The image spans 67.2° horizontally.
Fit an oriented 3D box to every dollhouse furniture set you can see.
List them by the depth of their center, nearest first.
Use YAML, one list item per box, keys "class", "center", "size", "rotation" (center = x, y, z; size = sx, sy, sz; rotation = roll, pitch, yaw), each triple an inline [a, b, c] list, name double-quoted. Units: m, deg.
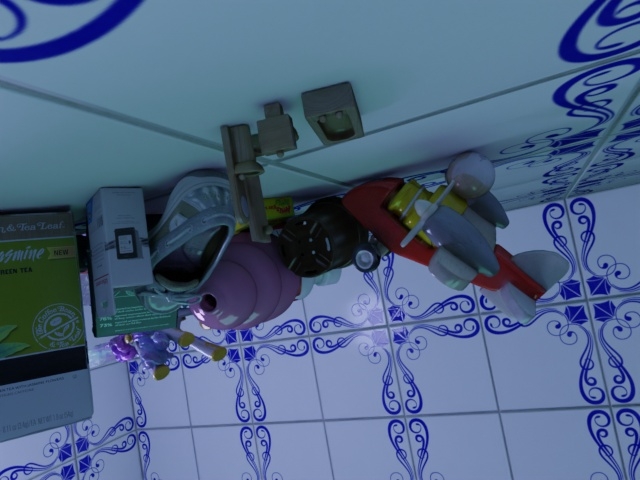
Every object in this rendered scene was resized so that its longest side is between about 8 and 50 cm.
- class: "dollhouse furniture set"
  center: [-0.021, -0.074, 0.537]
  size: [0.151, 0.123, 0.144]
  rotation: [-11, 175, 9]

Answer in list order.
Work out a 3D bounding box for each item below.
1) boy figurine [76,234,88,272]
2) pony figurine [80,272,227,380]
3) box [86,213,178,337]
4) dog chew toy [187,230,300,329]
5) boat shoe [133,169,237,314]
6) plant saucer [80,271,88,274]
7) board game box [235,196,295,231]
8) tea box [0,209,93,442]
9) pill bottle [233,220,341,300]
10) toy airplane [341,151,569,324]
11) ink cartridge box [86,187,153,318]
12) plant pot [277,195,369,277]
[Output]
- class: "boy figurine"
  center: [-0.362, 0.007, 1.003]
  size: [0.284, 0.092, 0.177]
  rotation: [-11, 175, 5]
- class: "pony figurine"
  center: [-0.487, 0.235, 1.330]
  size: [0.363, 0.303, 0.350]
  rotation: [26, -159, 36]
- class: "box"
  center: [-0.344, 0.063, 0.889]
  size: [0.153, 0.207, 0.108]
  rotation: [-3, -144, -25]
- class: "dog chew toy"
  center: [-0.163, 0.089, 0.993]
  size: [0.206, 0.207, 0.332]
  rotation: [-11, -177, 12]
- class: "boat shoe"
  center: [-0.216, 0.030, 0.755]
  size: [0.118, 0.103, 0.320]
  rotation: [12, 135, -35]
- class: "plant saucer"
  center: [-0.621, 0.064, 1.389]
  size: [0.258, 0.048, 0.259]
  rotation: [-8, 174, -20]
- class: "board game box"
  center: [-0.138, -0.052, 1.054]
  size: [0.092, 0.043, 0.181]
  rotation: [-7, 175, -29]
- class: "tea box"
  center: [-0.524, 0.140, 0.810]
  size: [0.219, 0.324, 0.329]
  rotation: [-7, 175, -30]
- class: "pill bottle"
  center: [-0.159, 0.068, 1.327]
  size: [0.407, 0.229, 0.229]
  rotation: [-8, 175, -20]
- class: "toy airplane"
  center: [0.272, -0.024, 0.899]
  size: [0.383, 0.273, 0.386]
  rotation: [5, -158, -24]
- class: "ink cartridge box"
  center: [-0.301, 0.021, 0.721]
  size: [0.060, 0.180, 0.104]
  rotation: [-4, 173, -38]
- class: "plant pot"
  center: [0.000, 0.000, 1.021]
  size: [0.166, 0.167, 0.165]
  rotation: [-12, -173, 25]
